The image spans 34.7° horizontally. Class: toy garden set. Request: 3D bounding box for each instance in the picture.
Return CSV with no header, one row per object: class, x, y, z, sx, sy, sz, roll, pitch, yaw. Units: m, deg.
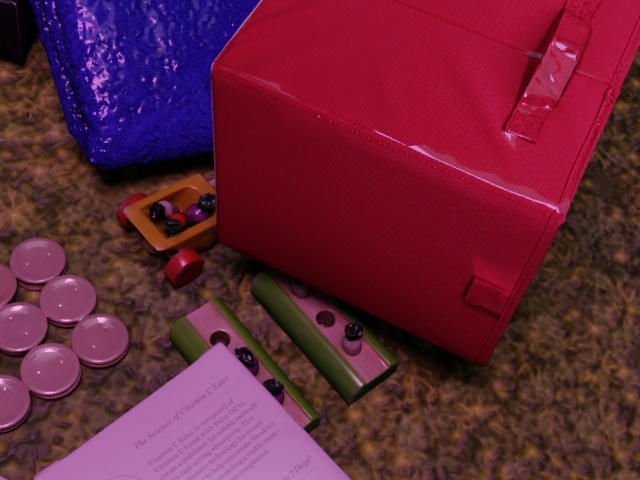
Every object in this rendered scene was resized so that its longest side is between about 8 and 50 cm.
toy garden set,0.000,0.000,0.711,0.244,0.049,0.204,-32,67,-27

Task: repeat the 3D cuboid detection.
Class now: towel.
towel,-0.055,-0.188,0.760,0.308,0.076,0.227,-17,82,-25

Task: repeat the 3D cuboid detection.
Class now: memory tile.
memory tile,-0.207,0.067,0.651,0.148,0.012,0.113,-34,68,-27

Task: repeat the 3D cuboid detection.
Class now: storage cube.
storage cube,0.061,-0.069,0.616,0.193,0.215,0.183,25,62,8

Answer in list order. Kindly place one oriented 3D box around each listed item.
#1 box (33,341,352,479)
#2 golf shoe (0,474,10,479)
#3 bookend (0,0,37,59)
box,-0.052,0.167,0.562,0.130,0.091,0.170,-35,69,-28
golf shoe,-0.237,0.148,0.506,0.306,0.115,0.140,35,20,20
bookend,-0.214,-0.202,0.795,0.157,0.072,0.156,10,56,-4
